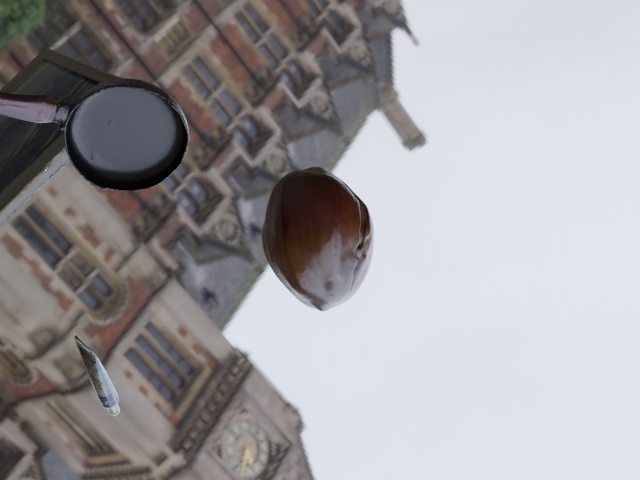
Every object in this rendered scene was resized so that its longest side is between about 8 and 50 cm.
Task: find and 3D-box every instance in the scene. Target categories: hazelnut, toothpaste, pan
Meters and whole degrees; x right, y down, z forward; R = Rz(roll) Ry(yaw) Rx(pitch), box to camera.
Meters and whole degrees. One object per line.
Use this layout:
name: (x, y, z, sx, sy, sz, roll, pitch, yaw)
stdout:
hazelnut: (0.003, -0.001, 1.587, 0.181, 0.212, 0.181, -48, -121, 11)
toothpaste: (-0.429, 0.268, 1.989, 0.062, 0.216, 0.037, 28, -125, 34)
pan: (-0.222, -0.108, 0.927, 0.114, 0.212, 0.040, -61, -150, 27)

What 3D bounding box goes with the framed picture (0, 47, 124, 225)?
framed picture: (-0.409, -0.108, 1.298, 0.335, 0.022, 0.247, -47, -137, -16)
